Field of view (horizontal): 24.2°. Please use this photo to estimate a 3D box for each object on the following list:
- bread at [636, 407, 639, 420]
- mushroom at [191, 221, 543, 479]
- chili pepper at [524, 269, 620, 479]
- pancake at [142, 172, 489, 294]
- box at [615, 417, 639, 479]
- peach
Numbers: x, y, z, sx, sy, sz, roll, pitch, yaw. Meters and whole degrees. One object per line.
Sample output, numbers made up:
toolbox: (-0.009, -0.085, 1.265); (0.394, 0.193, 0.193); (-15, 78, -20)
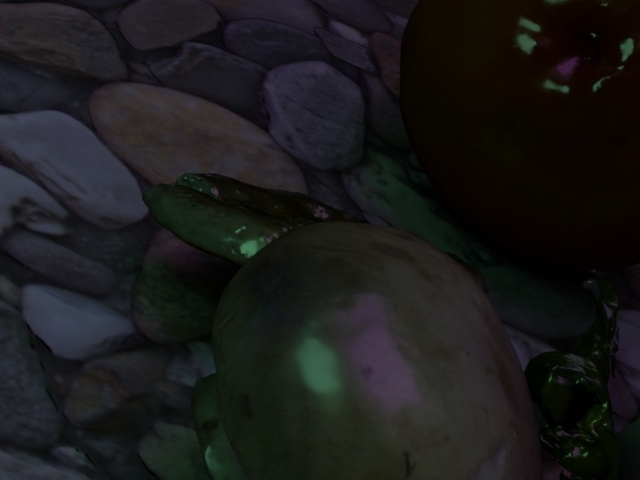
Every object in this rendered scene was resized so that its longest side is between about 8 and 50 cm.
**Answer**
bread: (0.363, 0.219, 1.116); (0.286, 0.056, 0.207); (29, 28, 1)
mushroom: (0.032, 0.112, 0.847); (0.255, 0.184, 0.255); (-23, 90, -85)
chili pepper: (0.179, 0.093, 1.045); (0.085, 0.076, 0.359); (66, 13, -2)
pancake: (0.000, 0.000, 1.051); (0.253, 0.037, 0.253); (17, 9, -3)
box: (0.312, 0.152, 0.989); (0.233, 0.149, 0.067); (-1, 75, -5)
peach: (0.233, -0.138, 1.253); (0.343, 0.343, 0.301); (32, 8, 3)
